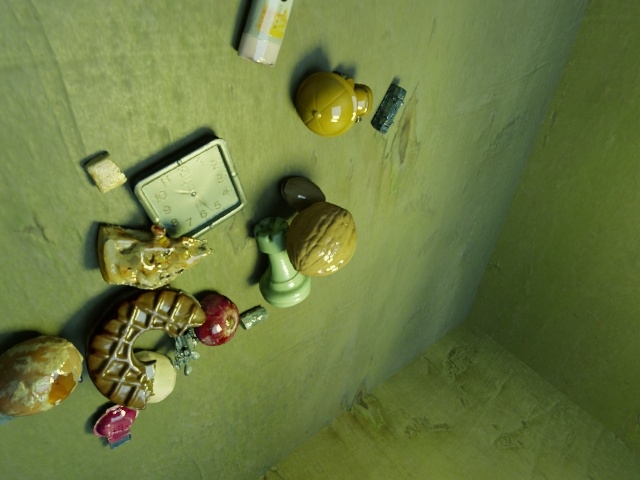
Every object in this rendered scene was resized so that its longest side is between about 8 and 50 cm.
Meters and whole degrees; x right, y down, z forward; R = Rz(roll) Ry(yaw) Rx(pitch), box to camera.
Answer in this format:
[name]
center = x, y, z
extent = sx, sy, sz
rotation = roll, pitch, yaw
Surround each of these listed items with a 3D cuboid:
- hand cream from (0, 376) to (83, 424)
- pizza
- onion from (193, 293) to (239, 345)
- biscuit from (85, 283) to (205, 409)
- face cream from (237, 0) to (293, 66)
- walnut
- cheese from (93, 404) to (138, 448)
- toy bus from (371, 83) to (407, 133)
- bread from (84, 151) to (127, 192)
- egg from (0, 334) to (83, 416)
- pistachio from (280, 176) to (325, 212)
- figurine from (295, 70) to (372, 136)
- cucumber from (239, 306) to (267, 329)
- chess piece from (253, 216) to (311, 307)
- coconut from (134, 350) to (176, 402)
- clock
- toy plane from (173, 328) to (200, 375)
[hand cream]
center = -0.820, 0.454, 1.303
extent = 0.256, 0.055, 0.088
rotation = -28, 148, -24
[pizza]
center = -0.443, 0.048, 1.230
extent = 0.296, 0.071, 0.189
rotation = 6, 108, -28
[onion]
center = -0.359, 0.270, 1.547
extent = 0.177, 0.153, 0.177
rotation = 17, 90, -86
[biscuit]
center = -0.527, 0.289, 1.325
extent = 0.268, 0.115, 0.366
rotation = 33, 79, -27
[face cream]
center = -0.117, -0.566, 1.100
extent = 0.107, 0.073, 0.269
rotation = 2, 123, -39
[walnut]
center = 0.000, 0.000, 1.461
extent = 0.261, 0.225, 0.225
rotation = -52, 148, -24
[cheese]
center = -0.712, 0.649, 1.595
extent = 0.155, 0.062, 0.244
rotation = -20, 137, -34
[toy bus]
center = 0.241, -0.461, 1.597
extent = 0.047, 0.065, 0.166
rotation = 8, 115, -51
[bread]
center = -0.512, -0.160, 1.081
extent = 0.070, 0.035, 0.083
rotation = -37, 137, -18
[egg]
center = -0.739, 0.352, 1.176
extent = 0.233, 0.195, 0.195
rotation = -37, 144, -20
[pistachio]
center = -0.058, -0.150, 1.529
extent = 0.185, 0.108, 0.126
rotation = 11, 81, -48
[figurine]
center = 0.053, -0.410, 1.354
extent = 0.256, 0.167, 0.192
rotation = -24, 125, -35
[cucumber]
center = -0.261, 0.299, 1.768
extent = 0.112, 0.064, 0.064
rotation = -28, 140, -32
[chess piece]
center = -0.143, 0.067, 1.588
extent = 0.194, 0.194, 0.299
rotation = -31, 132, -25
[coconut]
center = -0.560, 0.453, 1.495
extent = 0.171, 0.171, 0.183
rotation = -49, 145, -1
[clock]
center = -0.354, -0.129, 1.268
extent = 0.273, 0.049, 0.279
rotation = -35, 143, -19
[toy plane]
center = -0.463, 0.327, 1.538
extent = 0.169, 0.078, 0.246
rotation = -71, 163, -63
